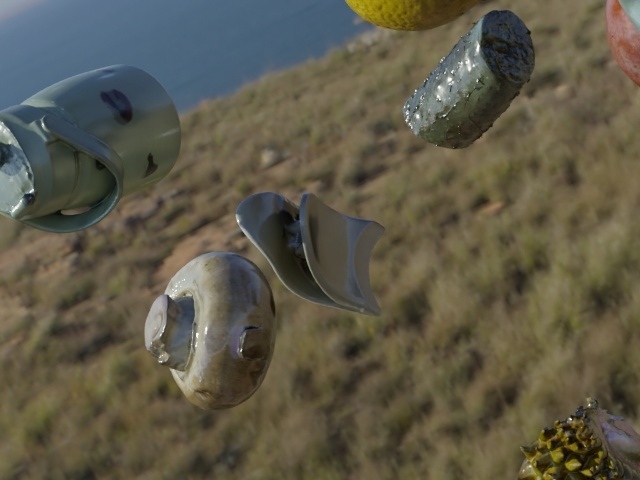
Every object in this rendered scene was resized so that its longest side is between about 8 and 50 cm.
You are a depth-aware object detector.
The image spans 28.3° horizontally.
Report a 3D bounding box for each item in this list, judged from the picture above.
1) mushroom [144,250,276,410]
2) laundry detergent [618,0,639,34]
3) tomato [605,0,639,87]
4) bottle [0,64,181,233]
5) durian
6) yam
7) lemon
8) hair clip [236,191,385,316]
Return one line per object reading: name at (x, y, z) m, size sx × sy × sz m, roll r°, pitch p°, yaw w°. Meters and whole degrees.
mushroom at (-0.161, 0.132, 1.909) m, size 0.184 × 0.255 × 0.255 m, roll 16°, pitch 0°, yaw -23°
laundry detergent at (0.355, -0.303, 1.173) m, size 0.264 × 0.398 × 0.125 m, roll 13°, pitch 69°, yaw 43°
tomato at (0.530, -0.320, 1.766) m, size 0.264 × 0.265 × 0.265 m, roll -23°, pitch 15°, yaw 7°
bottle at (-0.382, -0.132, 1.924) m, size 0.229 × 0.229 × 0.351 m, roll -16°, pitch 9°, yaw 32°
durian at (0.290, 0.234, 1.247) m, size 0.140 × 0.224 × 0.078 m, roll -59°, pitch 41°, yaw 19°
yam at (0.179, -0.184, 1.498) m, size 0.107 × 0.107 × 0.183 m, roll -38°, pitch -8°, yaw -38°
lemon at (0.134, -0.431, 1.938) m, size 0.253 × 0.229 × 0.228 m, roll -2°, pitch 22°, yaw 16°
hair clip at (-0.012, 0.006, 2.066) m, size 0.113 × 0.282 × 0.173 m, roll -14°, pitch 58°, yaw 30°
